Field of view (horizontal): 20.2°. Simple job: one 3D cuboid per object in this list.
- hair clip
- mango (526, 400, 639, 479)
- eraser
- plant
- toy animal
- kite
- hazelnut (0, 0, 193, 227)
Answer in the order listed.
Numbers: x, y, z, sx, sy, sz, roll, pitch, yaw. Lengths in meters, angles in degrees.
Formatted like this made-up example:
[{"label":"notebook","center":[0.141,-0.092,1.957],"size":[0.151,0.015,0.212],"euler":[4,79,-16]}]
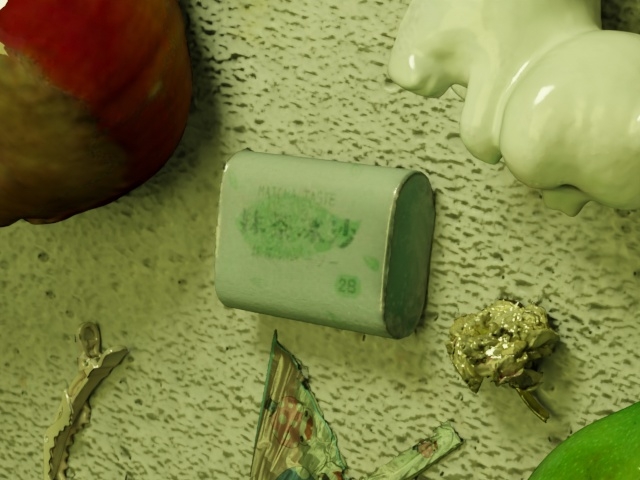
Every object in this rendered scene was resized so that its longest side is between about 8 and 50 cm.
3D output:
[{"label":"hair clip","center":[-0.295,0.197,2.128],"size":[0.072,0.034,0.226],"euler":[42,118,32]},{"label":"mango","center":[0.300,0.245,1.575],"size":[0.382,0.201,0.225],"euler":[-52,53,24]},{"label":"eraser","center":[0.000,0.000,1.862],"size":[0.227,0.081,0.174],"euler":[9,97,37]},{"label":"plant","center":[0.185,0.119,1.747],"size":[0.122,0.104,0.116],"euler":[61,166,-15]},{"label":"toy animal","center":[0.251,-0.144,1.595],"size":[0.367,0.196,0.241],"euler":[46,116,28]},{"label":"kite","center":[0.015,0.287,1.908],"size":[0.368,0.014,0.406],"euler":[-39,70,32]},{"label":"hazelnut","center":[-0.325,-0.184,1.957],"size":[0.409,0.359,0.359],"euler":[-12,85,41]}]
